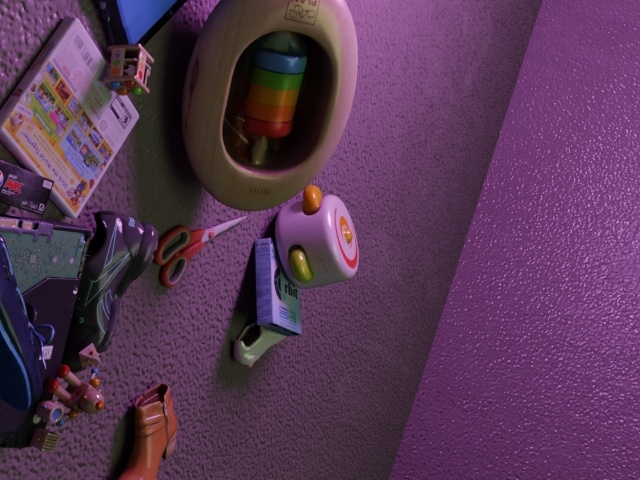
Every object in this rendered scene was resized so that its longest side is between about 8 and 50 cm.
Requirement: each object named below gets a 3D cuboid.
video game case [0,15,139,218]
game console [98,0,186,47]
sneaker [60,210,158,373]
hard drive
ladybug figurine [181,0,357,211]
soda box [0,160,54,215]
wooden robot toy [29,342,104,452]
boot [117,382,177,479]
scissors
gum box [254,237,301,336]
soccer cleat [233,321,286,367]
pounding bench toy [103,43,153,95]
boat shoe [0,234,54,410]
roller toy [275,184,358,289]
[{"bbox_3d":[-0.366,-0.175,1.396,0.206,0.026,0.227,-64,154,-24],"label":"video game case"},{"bbox_3d":[-0.203,-0.437,1.435,0.173,0.250,0.293,53,51,-28],"label":"game console"},{"bbox_3d":[-0.361,0.077,1.501,0.106,0.101,0.267,30,80,-37],"label":"sneaker"},{"bbox_3d":[-0.452,0.132,1.337,0.237,0.064,0.339,7,98,-66],"label":"hard drive"},{"bbox_3d":[-0.097,-0.274,1.663,0.305,0.162,0.449,7,114,-26],"label":"ladybug figurine"},{"bbox_3d":[-0.433,-0.081,1.261,0.169,0.060,0.053,28,79,-66],"label":"soda box"},{"bbox_3d":[-0.360,0.237,1.411,0.173,0.079,0.076,-59,145,-22],"label":"wooden robot toy"},{"bbox_3d":[-0.325,0.367,1.742,0.197,0.073,0.152,-59,155,-57],"label":"boot"},{"bbox_3d":[-0.219,-0.016,1.805,0.297,0.021,0.109,-44,140,-47],"label":"scissors"},{"bbox_3d":[-0.091,0.103,2.050,0.157,0.041,0.184,33,51,-64],"label":"gum box"},{"bbox_3d":[-0.122,0.201,2.089,0.196,0.068,0.076,-43,137,-46],"label":"soccer cleat"},{"bbox_3d":[-0.283,-0.248,1.441,0.083,0.052,0.065,49,43,-67],"label":"pounding bench toy"},{"bbox_3d":[-0.399,0.108,1.237,0.089,0.109,0.258,-52,149,-48],"label":"boat shoe"},{"bbox_3d":[0.000,0.000,2.070,0.191,0.146,0.209,39,41,-63],"label":"roller toy"}]
